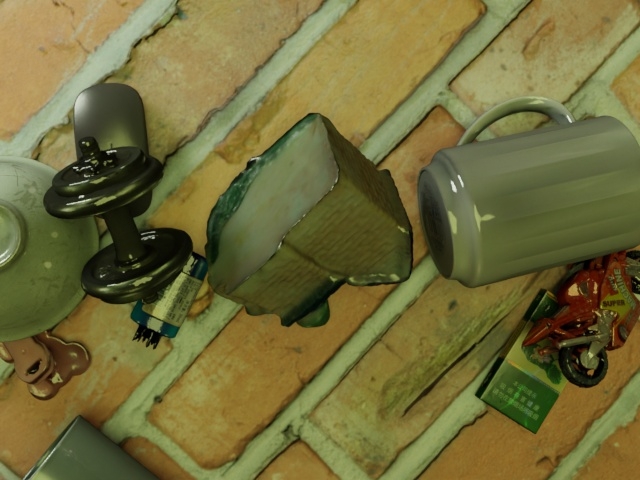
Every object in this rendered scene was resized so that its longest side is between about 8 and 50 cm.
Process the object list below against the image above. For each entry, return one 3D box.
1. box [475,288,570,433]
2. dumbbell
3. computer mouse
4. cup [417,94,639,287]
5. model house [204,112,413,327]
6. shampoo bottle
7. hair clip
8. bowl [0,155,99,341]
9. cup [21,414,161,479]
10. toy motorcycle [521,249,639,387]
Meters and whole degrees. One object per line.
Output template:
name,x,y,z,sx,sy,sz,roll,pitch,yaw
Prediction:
box,0.400,0.221,1.430,0.132,0.034,0.235,33,88,-7
dumbbell,-0.312,-0.025,1.218,0.192,0.192,0.290,-19,116,-5
computer mouse,-0.350,-0.150,1.316,0.120,0.057,0.233,-5,93,-6
cup,0.336,-0.100,1.326,0.326,0.237,0.323,-12,63,-4
model house,0.001,0.001,1.296,0.284,0.243,0.298,34,116,-31
shampoo bottle,-0.264,0.099,1.341,0.087,0.050,0.183,26,89,-5
hair clip,-0.481,0.193,1.332,0.123,0.102,0.138,-46,64,-4
bowl,-0.517,0.003,1.232,0.313,0.146,0.314,1,82,-9
cup,-0.346,0.460,1.272,0.312,0.205,0.205,41,88,-7
toy motorcycle,0.484,0.114,1.379,0.171,0.089,0.298,40,69,-3
